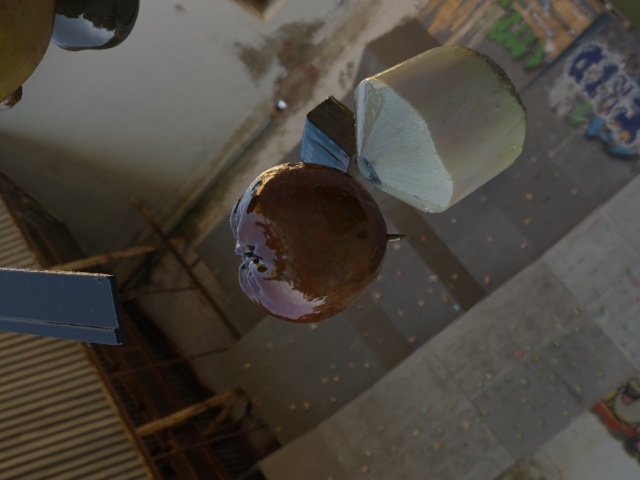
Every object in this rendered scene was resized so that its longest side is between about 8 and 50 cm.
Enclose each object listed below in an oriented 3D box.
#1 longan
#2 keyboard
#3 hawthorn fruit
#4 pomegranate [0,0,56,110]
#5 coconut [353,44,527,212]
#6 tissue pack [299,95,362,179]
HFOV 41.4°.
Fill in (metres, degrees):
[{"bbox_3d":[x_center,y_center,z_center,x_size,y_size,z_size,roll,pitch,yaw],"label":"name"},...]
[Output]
[{"bbox_3d":[-0.481,-0.492,1.719,0.248,0.248,0.248,38,-159,-18],"label":"longan"},{"bbox_3d":[-0.384,0.087,1.142,0.018,0.309,0.101,-24,-69,-56],"label":"keyboard"},{"bbox_3d":[0.000,0.000,1.446,0.298,0.277,0.277,-7,-142,-9],"label":"hawthorn fruit"},{"bbox_3d":[-0.644,-0.375,1.411,0.416,0.416,0.417,38,-159,-18],"label":"pomegranate"},{"bbox_3d":[0.164,-0.164,1.294,0.239,0.244,0.239,55,163,26],"label":"coconut"},{"bbox_3d":[0.030,-0.176,1.574,0.120,0.082,0.169,42,161,11],"label":"tissue pack"}]
